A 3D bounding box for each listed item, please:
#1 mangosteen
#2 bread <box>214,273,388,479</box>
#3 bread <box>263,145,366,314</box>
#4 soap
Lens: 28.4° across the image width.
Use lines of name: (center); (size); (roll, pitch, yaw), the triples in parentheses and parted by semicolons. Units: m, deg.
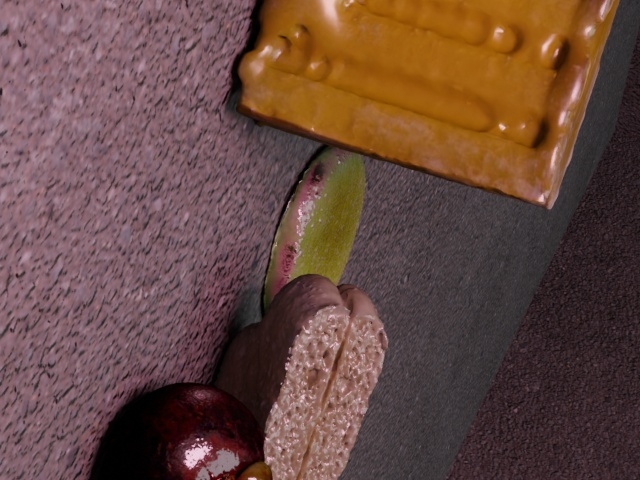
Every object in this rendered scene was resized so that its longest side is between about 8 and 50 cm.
mangosteen: (-0.109, 0.197, 1.076); (0.152, 0.152, 0.152); (-57, 159, -37)
bread: (-0.048, 0.189, 1.222); (0.183, 0.102, 0.337); (33, -74, 64)
bread: (0.000, 0.000, 1.388); (0.228, 0.033, 0.228); (-57, 160, -34)
soap: (0.099, -0.183, 1.072); (0.143, 0.281, 0.259); (25, 84, -75)
